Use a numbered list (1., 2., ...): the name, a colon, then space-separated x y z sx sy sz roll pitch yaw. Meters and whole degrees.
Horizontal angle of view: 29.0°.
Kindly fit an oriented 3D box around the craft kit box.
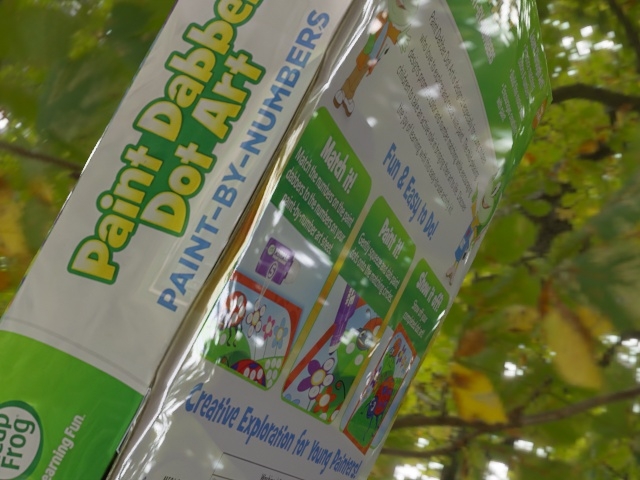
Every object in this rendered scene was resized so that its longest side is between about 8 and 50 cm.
1. craft kit box: 0.000 0.000 0.433 0.061 0.250 0.247 27 -98 20
